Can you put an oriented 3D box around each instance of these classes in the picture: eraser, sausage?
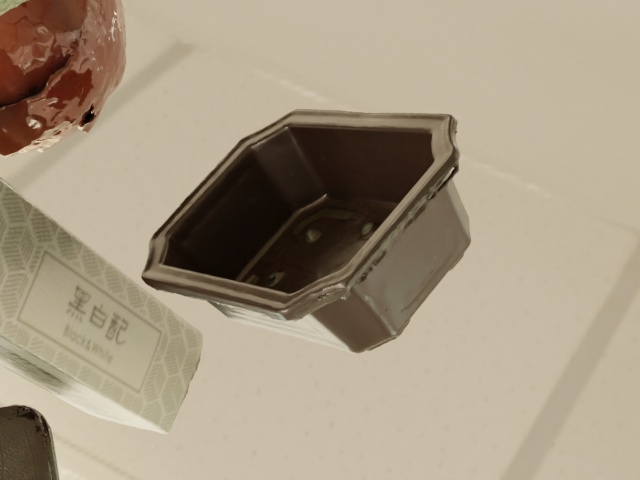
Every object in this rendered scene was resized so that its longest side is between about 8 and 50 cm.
[{"bbox_3d":[-0.220,0.035,0.968,0.098,0.404,0.096,11,-109,26],"label":"eraser"},{"bbox_3d":[-0.231,-0.200,1.001,0.152,0.152,0.279,-9,-93,-17],"label":"sausage"}]

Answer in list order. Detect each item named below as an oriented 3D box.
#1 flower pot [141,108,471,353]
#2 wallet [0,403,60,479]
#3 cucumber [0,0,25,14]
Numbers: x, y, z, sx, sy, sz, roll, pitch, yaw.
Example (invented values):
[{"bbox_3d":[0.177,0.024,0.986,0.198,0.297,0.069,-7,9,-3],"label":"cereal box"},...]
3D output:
[{"bbox_3d":[0.000,0.000,0.921,0.179,0.084,0.251,-49,-150,-21],"label":"flower pot"},{"bbox_3d":[-0.287,0.306,1.147,0.172,0.045,0.318,-11,-98,-1],"label":"wallet"},{"bbox_3d":[-0.120,-0.054,0.296,0.116,0.062,0.115,-29,-173,5],"label":"cucumber"}]
